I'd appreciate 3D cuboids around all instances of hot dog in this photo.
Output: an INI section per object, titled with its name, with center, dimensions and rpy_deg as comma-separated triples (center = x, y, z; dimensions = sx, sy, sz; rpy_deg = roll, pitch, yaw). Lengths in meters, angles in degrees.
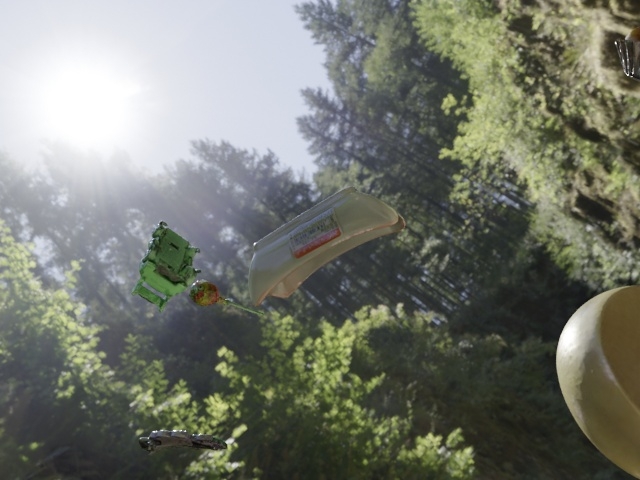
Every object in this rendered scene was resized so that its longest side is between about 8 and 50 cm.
[hot dog]
center = 0.324, -0.154, 0.513
dimensions = 0.191, 0.108, 0.059
rpy_deg = -23, -39, -50

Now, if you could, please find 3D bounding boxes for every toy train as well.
[toy train]
center = -0.266, 0.040, 0.998
dimensions = 0.099, 0.149, 0.081
rpy_deg = 37, -72, -25

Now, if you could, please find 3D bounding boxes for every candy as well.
[candy]
center = -0.206, 0.140, 1.316
dimensions = 0.201, 0.060, 0.060
rpy_deg = 28, -79, -39

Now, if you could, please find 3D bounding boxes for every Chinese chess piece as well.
[Chinese chess piece]
center = 0.450, 0.189, 0.775
dimensions = 0.273, 0.273, 0.102
rpy_deg = -26, -23, -34

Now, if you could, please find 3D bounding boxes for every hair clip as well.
[hair clip]
center = -0.303, 0.449, 1.279
dimensions = 0.195, 0.052, 0.124
rpy_deg = 2, -26, 2

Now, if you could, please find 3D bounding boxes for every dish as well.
[dish]
center = 0.000, 0.000, 0.769
dimensions = 0.212, 0.077, 0.151
rpy_deg = -31, -8, 11
